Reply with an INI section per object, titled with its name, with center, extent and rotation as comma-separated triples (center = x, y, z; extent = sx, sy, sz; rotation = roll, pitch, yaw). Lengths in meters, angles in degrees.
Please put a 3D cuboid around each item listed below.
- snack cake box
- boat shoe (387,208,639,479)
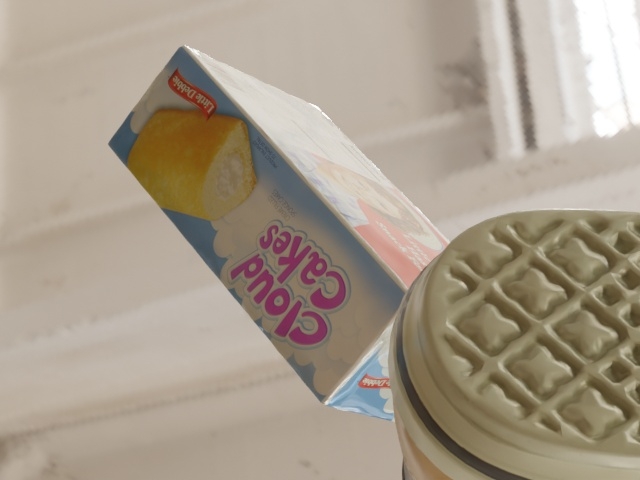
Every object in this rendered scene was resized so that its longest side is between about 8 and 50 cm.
[snack cake box]
center = 0.000, 0.000, 1.233
extent = 0.089, 0.152, 0.264
rotation = -52, -127, 13
[boat shoe]
center = 0.267, 0.098, 0.803
extent = 0.500, 0.156, 0.187
rotation = 6, -132, -6
